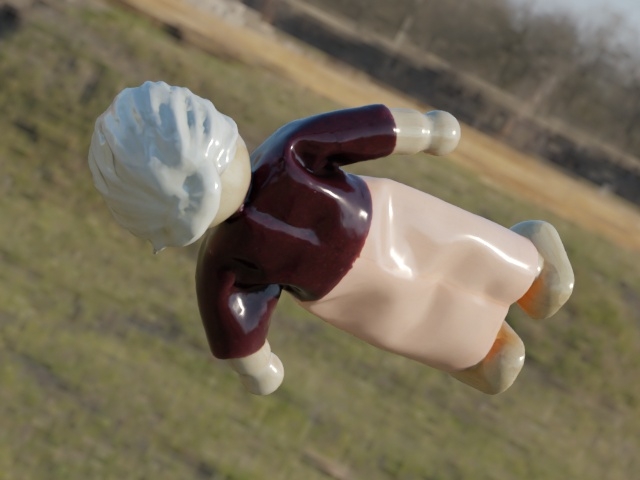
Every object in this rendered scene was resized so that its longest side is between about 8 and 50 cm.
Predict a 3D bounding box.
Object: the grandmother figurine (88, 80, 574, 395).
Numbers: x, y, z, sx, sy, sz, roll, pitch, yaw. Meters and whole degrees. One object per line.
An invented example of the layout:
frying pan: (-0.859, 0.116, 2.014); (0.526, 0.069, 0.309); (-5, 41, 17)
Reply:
grandmother figurine: (0.000, 0.000, 1.176); (0.342, 0.208, 0.104); (26, 1, -40)
